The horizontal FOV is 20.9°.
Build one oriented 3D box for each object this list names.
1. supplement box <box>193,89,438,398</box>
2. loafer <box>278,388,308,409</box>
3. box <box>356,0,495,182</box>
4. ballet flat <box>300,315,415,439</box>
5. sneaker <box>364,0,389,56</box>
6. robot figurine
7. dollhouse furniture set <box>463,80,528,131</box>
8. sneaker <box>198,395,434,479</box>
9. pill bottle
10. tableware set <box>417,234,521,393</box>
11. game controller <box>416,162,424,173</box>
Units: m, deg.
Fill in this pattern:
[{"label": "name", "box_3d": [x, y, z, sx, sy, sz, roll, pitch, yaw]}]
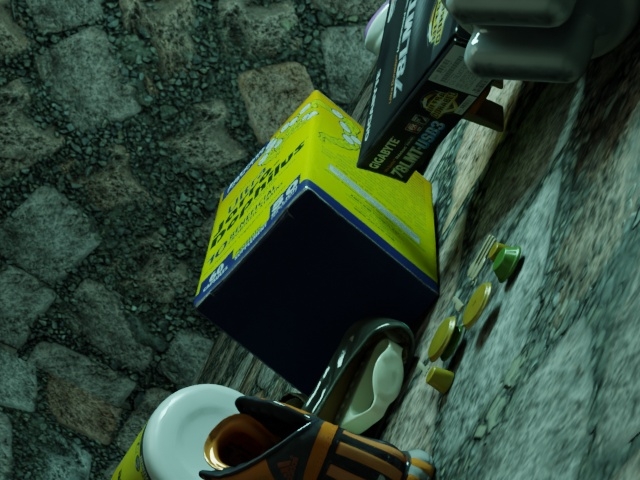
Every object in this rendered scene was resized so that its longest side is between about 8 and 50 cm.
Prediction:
[{"label": "supplement box", "box_3d": [0.000, 0.000, 2.019, 0.194, 0.195, 0.356, -47, 13, 17]}, {"label": "loafer", "box_3d": [-0.021, 0.233, 1.932, 0.094, 0.087, 0.251, -62, 6, 9]}, {"label": "box", "box_3d": [0.139, -0.252, 1.859, 0.293, 0.073, 0.295, 133, 153, -60]}, {"label": "ballet flat", "box_3d": [0.019, 0.193, 1.769, 0.096, 0.095, 0.280, -19, 42, 60]}, {"label": "sneaker", "box_3d": [0.209, -0.325, 2.380, 0.305, 0.152, 0.114, -42, -15, -7]}, {"label": "robot figurine", "box_3d": [0.227, -0.307, 1.624, 0.300, 0.199, 0.353, 68, -144, -50]}, {"label": "dollhouse furniture set", "box_3d": [0.242, -0.284, 1.944, 0.259, 0.135, 0.262, -85, 20, -44]}, {"label": "sneaker", "box_3d": [-0.029, 0.224, 1.587, 0.125, 0.180, 0.321, -66, 7, -32]}, {"label": "pill bottle", "box_3d": [-0.193, 0.348, 2.435, 0.334, 0.188, 0.188, -55, 10, 55]}, {"label": "tableware set", "box_3d": [0.140, 0.069, 1.599, 0.154, 0.024, 0.104, -61, 9, 4]}, {"label": "game controller", "box_3d": [0.094, -0.103, 2.446, 0.319, 0.067, 0.166, -63, 20, -4]}]
